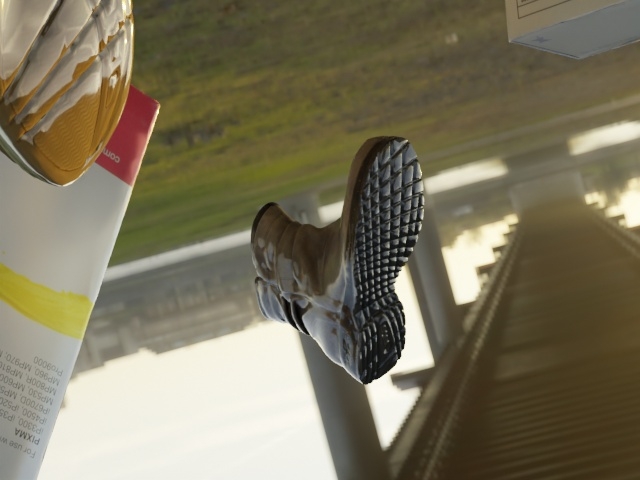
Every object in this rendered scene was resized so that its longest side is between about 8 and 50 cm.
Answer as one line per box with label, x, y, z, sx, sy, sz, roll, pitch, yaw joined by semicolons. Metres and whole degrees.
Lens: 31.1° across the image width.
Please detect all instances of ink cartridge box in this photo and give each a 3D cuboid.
ink cartridge box;-0.328;0.032;0.977;0.279;0.385;0.160;-11;145;40

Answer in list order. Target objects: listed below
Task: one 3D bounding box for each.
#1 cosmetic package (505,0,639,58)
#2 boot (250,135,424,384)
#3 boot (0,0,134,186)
cosmetic package;0.242;-0.332;0.998;0.113;0.310;0.160;2;171;-43
boot;0.000;0.000;1.404;0.118;0.338;0.222;-21;-140;-40
boot;-0.199;-0.132;0.455;0.203;0.095;0.262;15;154;22
